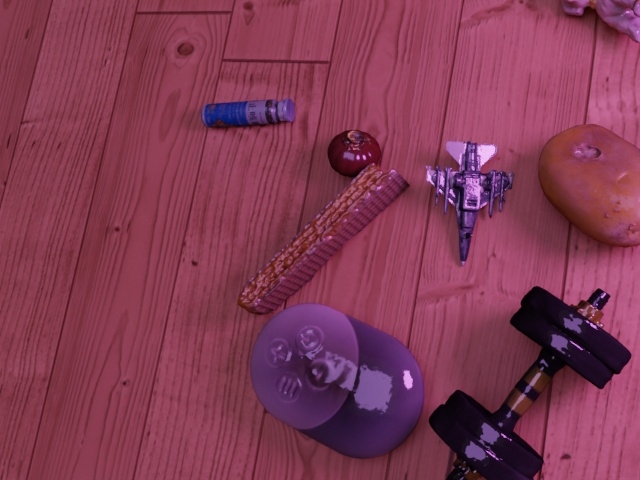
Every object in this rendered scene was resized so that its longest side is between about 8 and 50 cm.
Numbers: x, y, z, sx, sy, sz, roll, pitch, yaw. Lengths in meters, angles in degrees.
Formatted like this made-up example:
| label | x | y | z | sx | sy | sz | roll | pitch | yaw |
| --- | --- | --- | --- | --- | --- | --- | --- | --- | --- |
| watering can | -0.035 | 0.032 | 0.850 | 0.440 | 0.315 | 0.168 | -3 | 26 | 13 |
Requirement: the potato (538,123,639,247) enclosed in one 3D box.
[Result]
| label | x | y | z | sx | sy | sz | roll | pitch | yaw |
| --- | --- | --- | --- | --- | --- | --- | --- | --- | --- |
| potato | 0.453 | -0.087 | 1.260 | 0.150 | 0.146 | 0.234 | -16 | 49 | -29 |

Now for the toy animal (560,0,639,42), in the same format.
| label | x | y | z | sx | sy | sz | roll | pitch | yaw |
| --- | --- | --- | --- | --- | --- | --- | --- | --- | --- |
| toy animal | 0.523 | -0.443 | 1.358 | 0.184 | 0.104 | 0.185 | -39 | 45 | -22 |

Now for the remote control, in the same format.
| label | x | y | z | sx | sy | sz | roll | pitch | yaw |
| --- | --- | --- | --- | --- | --- | --- | --- | --- | --- |
| remote control | 0.024 | 0.241 | 1.364 | 0.332 | 0.103 | 0.221 | 23 | 89 | 22 |

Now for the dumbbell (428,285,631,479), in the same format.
| label | x | y | z | sx | sy | sz | roll | pitch | yaw |
| --- | --- | --- | --- | --- | --- | --- | --- | --- | --- |
| dumbbell | 0.322 | 0.233 | 1.210 | 0.185 | 0.185 | 0.388 | 38 | 92 | 24 |

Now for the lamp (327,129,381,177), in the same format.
| label | x | y | z | sx | sy | sz | roll | pitch | yaw |
| --- | --- | --- | --- | --- | --- | --- | --- | --- | --- |
| lamp | 0.063 | -0.162 | 1.453 | 0.101 | 0.090 | 0.101 | 1 | 49 | -1 |

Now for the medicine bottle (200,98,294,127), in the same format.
| label | x | y | z | sx | sy | sz | roll | pitch | yaw |
| --- | --- | --- | --- | --- | --- | --- | --- | --- | --- |
| medicine bottle | -0.148 | -0.258 | 1.577 | 0.191 | 0.051 | 0.051 | -1 | 77 | 21 |

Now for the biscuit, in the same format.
| label | x | y | z | sx | sy | sz | roll | pitch | yaw |
| --- | --- | --- | --- | --- | --- | --- | --- | --- | --- |
| biscuit | 0.000 | 0.000 | 1.436 | 0.378 | 0.094 | 0.054 | -44 | 66 | 7 |

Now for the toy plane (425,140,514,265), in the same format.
| label | x | y | z | sx | sy | sz | roll | pitch | yaw |
| --- | --- | --- | --- | --- | --- | --- | --- | --- | --- |
| toy plane | 0.261 | -0.076 | 1.364 | 0.160 | 0.082 | 0.234 | 4 | 78 | -5 |
